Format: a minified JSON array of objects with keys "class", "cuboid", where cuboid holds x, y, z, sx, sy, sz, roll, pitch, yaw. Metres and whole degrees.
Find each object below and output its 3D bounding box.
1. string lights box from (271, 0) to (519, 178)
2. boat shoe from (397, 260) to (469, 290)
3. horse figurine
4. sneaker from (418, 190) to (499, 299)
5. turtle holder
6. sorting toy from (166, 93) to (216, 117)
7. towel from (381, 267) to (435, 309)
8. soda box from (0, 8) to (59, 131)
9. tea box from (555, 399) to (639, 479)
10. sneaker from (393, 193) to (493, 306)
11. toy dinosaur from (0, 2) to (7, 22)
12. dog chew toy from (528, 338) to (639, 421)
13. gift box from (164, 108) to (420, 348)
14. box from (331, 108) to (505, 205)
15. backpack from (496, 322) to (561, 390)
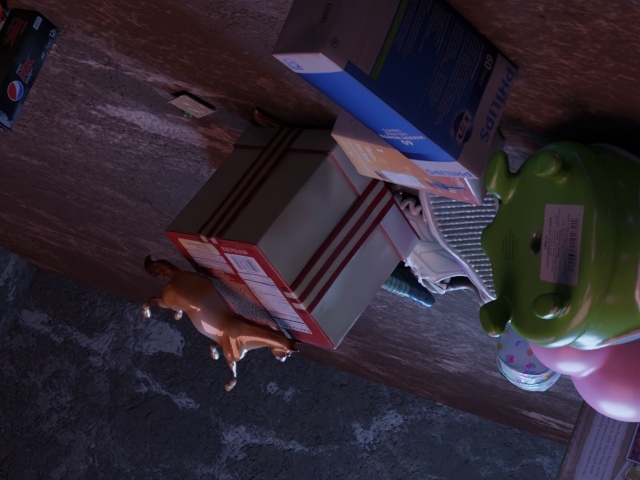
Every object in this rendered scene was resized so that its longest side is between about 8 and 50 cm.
[{"class":"string lights box","cuboid":[0.083,-0.178,1.263,0.077,0.133,0.260,7,160,47]},{"class":"boat shoe","cuboid":[0.226,0.046,2.058,0.229,0.076,0.080,18,166,17]},{"class":"horse figurine","cuboid":[-0.167,0.113,1.832,0.263,0.066,0.174,44,144,2]},{"class":"sneaker","cuboid":[0.181,-0.044,1.731,0.282,0.102,0.161,60,175,-39]},{"class":"turtle holder","cuboid":[0.311,0.022,1.460,0.228,0.243,0.320,4,152,-17]},{"class":"sorting toy","cuboid":[-0.200,-0.203,1.889,0.062,0.012,0.083,23,164,-27]},{"class":"towel","cuboid":[0.000,0.000,2.118,0.370,0.040,0.271,26,-170,-17]},{"class":"soda box","cuboid":[-0.440,-0.242,1.773,0.060,0.168,0.053,13,163,33]},{"class":"tea box","cuboid":[0.569,0.380,2.287,0.220,0.329,0.323,19,166,13]},{"class":"sneaker","cuboid":[0.165,0.011,1.934,0.292,0.118,0.110,21,169,11]},{"class":"toy dinosaur","cuboid":[-0.463,-0.332,1.790,0.090,0.047,0.082,-11,-178,-42]},{"class":"dog chew toy","cuboid":[0.401,0.125,1.854,0.332,0.206,0.206,32,165,-10]},{"class":"gift box","cuboid":[-0.033,-0.034,1.795,0.255,0.258,0.276,12,144,44]},{"class":"box","cuboid":[0.120,-0.124,1.518,0.171,0.091,0.130,16,166,25]},{"class":"backpack","cuboid":[0.353,0.153,2.050,0.152,0.182,0.115,17,166,25]}]
